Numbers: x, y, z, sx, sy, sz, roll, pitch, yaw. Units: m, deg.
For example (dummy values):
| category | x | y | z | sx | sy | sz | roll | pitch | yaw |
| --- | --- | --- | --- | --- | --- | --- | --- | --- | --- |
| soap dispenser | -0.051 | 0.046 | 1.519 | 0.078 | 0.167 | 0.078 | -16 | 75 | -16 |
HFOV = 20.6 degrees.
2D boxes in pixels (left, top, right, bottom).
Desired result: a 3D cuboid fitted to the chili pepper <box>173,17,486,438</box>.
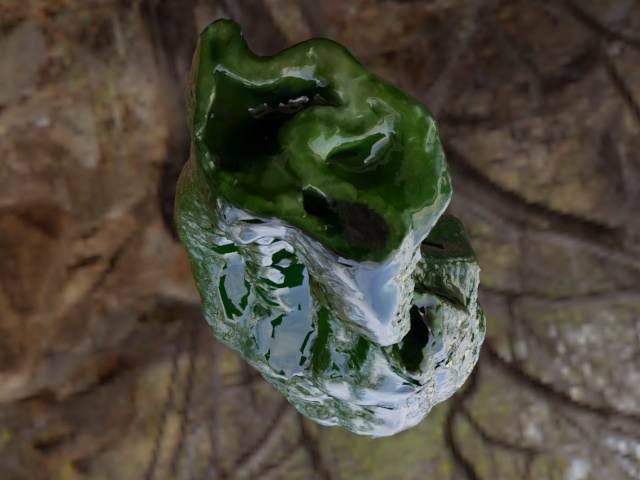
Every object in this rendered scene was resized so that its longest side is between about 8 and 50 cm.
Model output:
| category | x | y | z | sx | sy | sz | roll | pitch | yaw |
| --- | --- | --- | --- | --- | --- | --- | --- | --- | --- |
| chili pepper | 0.001 | 0.001 | 0.562 | 0.099 | 0.083 | 0.253 | 31 | 170 | 15 |
